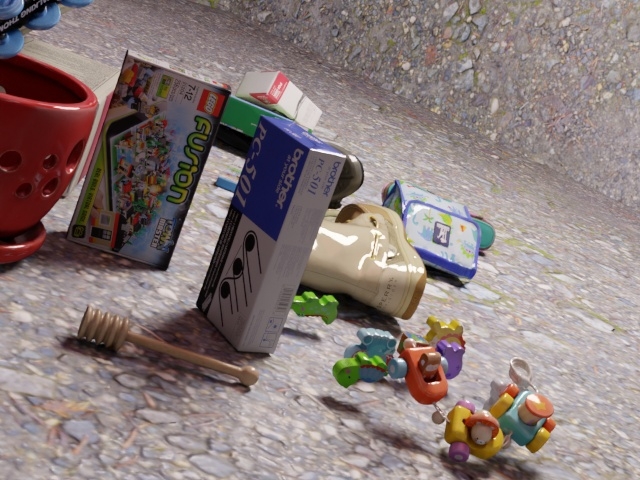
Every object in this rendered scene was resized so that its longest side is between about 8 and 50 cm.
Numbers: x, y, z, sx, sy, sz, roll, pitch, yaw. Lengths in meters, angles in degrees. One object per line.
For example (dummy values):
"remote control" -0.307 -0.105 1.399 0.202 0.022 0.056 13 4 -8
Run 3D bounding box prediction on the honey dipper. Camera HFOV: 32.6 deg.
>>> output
"honey dipper" -0.127 0.093 0.941 0.161 0.030 0.030 19 15 -15

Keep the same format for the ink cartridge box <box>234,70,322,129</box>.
"ink cartridge box" -0.079 -0.258 2.065 0.099 0.056 0.135 6 -26 47

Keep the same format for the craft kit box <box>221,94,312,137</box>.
"craft kit box" -0.151 -0.227 1.926 0.250 0.060 0.246 24 8 6

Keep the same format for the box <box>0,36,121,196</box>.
"box" -0.340 -0.159 1.353 0.149 0.126 0.232 20 15 -6

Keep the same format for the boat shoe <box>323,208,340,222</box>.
"boat shoe" -0.009 -0.020 1.495 0.056 0.048 0.153 0 -2 25

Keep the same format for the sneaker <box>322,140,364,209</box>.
"sneaker" 0.007 -0.088 1.499 0.130 0.087 0.228 -6 -3 -36

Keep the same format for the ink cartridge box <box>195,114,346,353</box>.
"ink cartridge box" -0.051 -0.005 1.046 0.046 0.207 0.097 9 19 -37

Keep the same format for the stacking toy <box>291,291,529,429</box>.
"stacking toy" 0.084 0.120 1.110 0.221 0.052 0.167 13 15 -24

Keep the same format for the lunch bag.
"lunch bag" 0.158 -0.009 1.594 0.129 0.096 0.151 20 29 -15

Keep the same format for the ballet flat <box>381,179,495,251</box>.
"ballet flat" 0.180 -0.037 1.775 0.222 0.076 0.079 20 -4 -23

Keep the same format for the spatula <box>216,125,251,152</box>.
"spatula" -0.245 -0.214 1.869 0.297 0.030 0.084 23 12 4

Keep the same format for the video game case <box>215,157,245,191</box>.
"video game case" -0.087 -0.084 1.659 0.119 0.015 0.166 22 14 0

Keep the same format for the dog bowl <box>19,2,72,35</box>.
"dog bowl" -0.390 -0.297 1.244 0.150 0.408 0.408 63 7 -15

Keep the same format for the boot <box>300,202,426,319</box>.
"boot" 0.000 0.000 1.334 0.204 0.095 0.262 15 20 -18

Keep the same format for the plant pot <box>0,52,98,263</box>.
"plant pot" -0.321 -0.081 1.008 0.191 0.174 0.191 20 14 -5

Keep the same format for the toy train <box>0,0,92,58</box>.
"toy train" -0.287 -0.247 1.021 0.105 0.080 0.184 38 56 9

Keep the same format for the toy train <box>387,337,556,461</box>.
"toy train" 0.150 0.138 1.006 0.166 0.046 0.125 5 53 -28

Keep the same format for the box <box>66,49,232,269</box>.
"box" -0.180 -0.082 1.142 0.114 0.207 0.036 17 15 -14
